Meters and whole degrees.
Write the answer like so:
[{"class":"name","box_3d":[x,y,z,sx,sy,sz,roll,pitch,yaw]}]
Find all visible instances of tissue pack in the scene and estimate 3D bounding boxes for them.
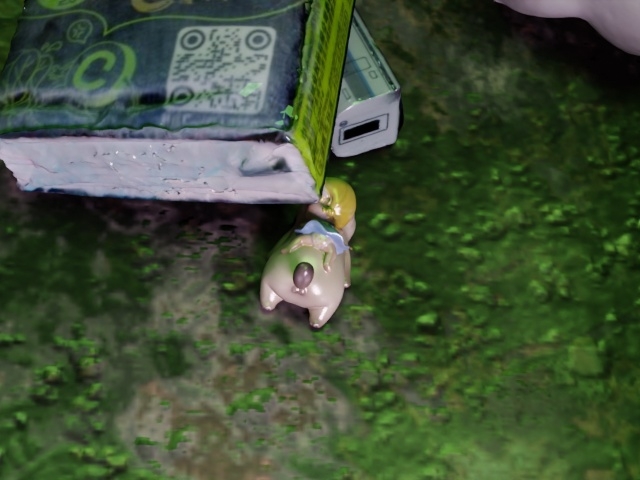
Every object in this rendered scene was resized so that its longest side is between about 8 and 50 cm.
[{"class":"tissue pack","box_3d":[-0.069,-0.134,0.674,0.173,0.073,0.235,0,60,14]}]

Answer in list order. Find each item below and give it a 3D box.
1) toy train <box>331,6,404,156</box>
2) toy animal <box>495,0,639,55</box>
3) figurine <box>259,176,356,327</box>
[{"class":"toy train","box_3d":[-0.021,-0.161,0.757,0.048,0.055,0.252,-22,60,-8]},{"class":"toy animal","box_3d":[0.211,-0.206,0.791,0.178,0.127,0.193,34,56,16]},{"class":"figurine","box_3d":[0.000,0.000,0.644,0.047,0.050,0.083,19,53,-5]}]
